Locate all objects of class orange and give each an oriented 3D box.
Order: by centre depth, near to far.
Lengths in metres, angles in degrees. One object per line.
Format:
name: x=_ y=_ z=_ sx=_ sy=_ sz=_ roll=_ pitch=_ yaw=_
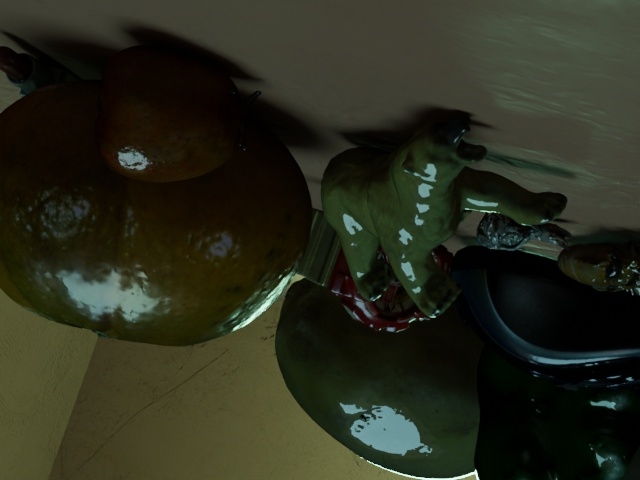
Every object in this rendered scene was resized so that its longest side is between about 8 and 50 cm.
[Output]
orange: x=-0.126 y=-0.015 z=0.891 sx=0.240 sy=0.171 sz=0.240 roll=11 pitch=176 yaw=1

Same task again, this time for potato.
potato: x=0.104 y=0.151 z=1.490 sx=0.326 sy=0.221 sz=0.243 roll=23 pitch=-153 yaw=-22

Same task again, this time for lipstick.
lipstick: x=-0.204 y=-0.115 z=0.935 sx=0.030 sy=0.030 sz=0.129 roll=17 pitch=175 yaw=17

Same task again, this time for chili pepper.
chili pepper: x=0.273 y=0.180 z=1.277 sx=0.233 sy=0.248 sz=0.257 roll=-11 pitch=159 yaw=29

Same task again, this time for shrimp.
shrimp: x=0.135 y=-0.009 z=0.902 sx=0.038 sy=0.029 sz=0.092 roll=32 pitch=162 yaw=-33
shrimp: x=0.234 y=0.029 z=0.905 sx=0.124 sy=0.034 sz=0.178 roll=16 pitch=176 yaw=-2

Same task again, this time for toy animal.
toy animal: x=0.056 y=-0.024 z=0.779 sx=0.101 sy=0.103 sz=0.219 roll=45 pitch=172 yaw=-14

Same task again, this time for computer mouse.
computer mouse: x=0.213 y=0.076 z=1.104 sx=0.233 sy=0.096 sz=0.137 roll=17 pitch=174 yaw=24

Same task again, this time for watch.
watch: x=0.008 y=0.003 z=1.168 sx=0.165 sy=0.102 sz=0.268 roll=19 pitch=-178 yaw=-24

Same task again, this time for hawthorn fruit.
hawthorn fruit: x=-0.083 y=-0.072 z=0.753 sx=0.093 sy=0.081 sz=0.081 roll=7 pitch=176 yaw=-11

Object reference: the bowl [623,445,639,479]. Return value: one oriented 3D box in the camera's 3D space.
bowl: x=0.360 y=0.172 z=1.061 sx=0.289 sy=0.146 sz=0.289 roll=-24 pitch=168 yaw=-6
